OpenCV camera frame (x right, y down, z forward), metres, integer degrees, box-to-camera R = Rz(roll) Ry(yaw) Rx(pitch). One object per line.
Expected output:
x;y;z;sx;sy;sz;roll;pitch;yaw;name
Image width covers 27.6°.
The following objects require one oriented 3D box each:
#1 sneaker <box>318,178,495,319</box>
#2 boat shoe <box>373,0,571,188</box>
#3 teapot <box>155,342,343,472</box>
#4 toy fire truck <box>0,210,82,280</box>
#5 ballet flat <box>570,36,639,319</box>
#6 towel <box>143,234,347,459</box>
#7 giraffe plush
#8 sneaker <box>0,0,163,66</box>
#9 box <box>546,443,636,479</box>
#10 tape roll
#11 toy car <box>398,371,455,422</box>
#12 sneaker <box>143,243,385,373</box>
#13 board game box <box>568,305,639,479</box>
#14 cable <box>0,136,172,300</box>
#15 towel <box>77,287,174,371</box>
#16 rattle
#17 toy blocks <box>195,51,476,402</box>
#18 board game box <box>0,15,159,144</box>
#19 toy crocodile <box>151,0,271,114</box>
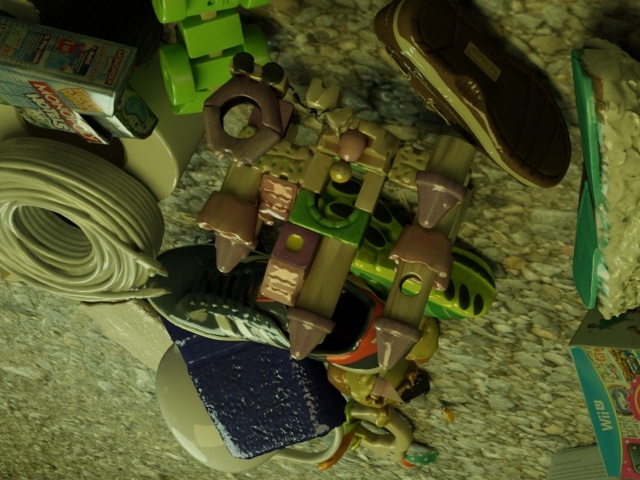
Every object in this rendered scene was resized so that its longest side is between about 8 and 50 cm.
0.073;0.025;1.621;0.295;0.109;0.123;31;148;-12;sneaker
0.151;-0.151;1.304;0.257;0.095;0.095;47;159;-25;boat shoe
-0.112;0.225;2.007;0.187;0.252;0.256;-34;151;27;teapot
-0.405;-0.029;1.882;0.217;0.158;0.246;21;163;7;toy fire truck
0.317;-0.066;1.298;0.147;0.147;0.409;14;153;19;ballet flat
-0.103;0.146;1.834;0.228;0.076;0.308;-23;94;40;towel
0.081;0.155;1.768;0.181;0.170;0.210;42;147;-28;giraffe plush
-0.323;-0.295;1.408;0.330;0.122;0.146;32;170;-19;sneaker
0.453;0.397;1.941;0.181;0.119;0.182;35;151;-18;box
-0.281;-0.165;1.585;0.286;0.100;0.286;19;151;11;tape roll
0.152;0.244;1.989;0.122;0.060;0.040;55;171;-33;toy car
-0.069;0.068;1.638;0.350;0.131;0.148;12;166;14;sneaker
0.474;0.191;1.551;0.303;0.097;0.224;2;127;36;board game box
-0.323;-0.025;1.640;0.257;0.089;0.257;-9;133;37;cable
-0.269;0.163;2.171;0.187;0.049;0.282;-5;140;49;towel
0.100;0.362;2.144;0.130;0.142;0.199;-18;127;27;rattle
0.000;0.000;1.384;0.289;0.260;0.309;21;173;6;toy blocks
-0.263;-0.161;1.386;0.194;0.060;0.194;10;157;27;board game box
-0.118;-0.239;1.345;0.115;0.105;0.340;-16;152;-12;toy crocodile
